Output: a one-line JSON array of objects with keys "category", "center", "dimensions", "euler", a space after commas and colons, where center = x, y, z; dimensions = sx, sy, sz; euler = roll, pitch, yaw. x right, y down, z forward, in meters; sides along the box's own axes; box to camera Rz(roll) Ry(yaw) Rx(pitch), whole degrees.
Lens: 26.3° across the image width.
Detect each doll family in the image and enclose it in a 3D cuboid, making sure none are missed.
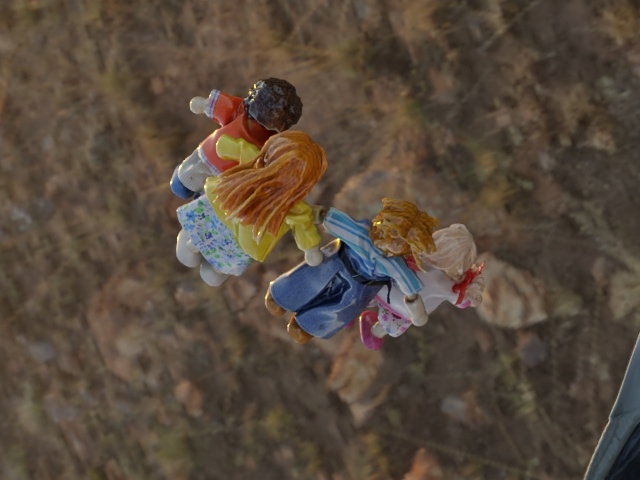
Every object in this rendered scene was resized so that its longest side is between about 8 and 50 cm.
[{"category": "doll family", "center": [0.000, 0.000, 0.974], "dimensions": [0.263, 0.118, 0.163], "euler": [38, 135, -11]}]

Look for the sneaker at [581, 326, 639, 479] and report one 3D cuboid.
[{"category": "sneaker", "center": [0.211, 0.128, 0.711], "dimensions": [0.130, 0.087, 0.227], "euler": [35, 125, 34]}]
